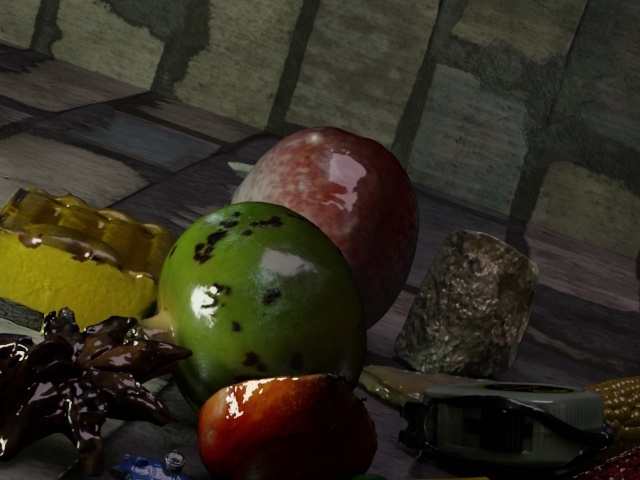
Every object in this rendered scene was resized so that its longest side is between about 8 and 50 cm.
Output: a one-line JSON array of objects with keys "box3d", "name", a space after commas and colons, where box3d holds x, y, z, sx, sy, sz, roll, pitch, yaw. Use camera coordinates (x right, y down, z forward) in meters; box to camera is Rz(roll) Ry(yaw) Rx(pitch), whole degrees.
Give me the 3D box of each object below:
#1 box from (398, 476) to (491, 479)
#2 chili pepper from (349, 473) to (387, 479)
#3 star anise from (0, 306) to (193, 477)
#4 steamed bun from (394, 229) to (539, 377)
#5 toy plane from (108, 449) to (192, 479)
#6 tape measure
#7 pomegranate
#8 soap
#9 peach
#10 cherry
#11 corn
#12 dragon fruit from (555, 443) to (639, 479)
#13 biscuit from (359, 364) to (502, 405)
[{"box3d": [0.221, 0.350, 1.552, 0.153, 0.041, 0.279, 7, 17, -41], "name": "box"}, {"box3d": [0.100, 0.318, 1.400, 0.270, 0.099, 0.136, 22, 44, 18], "name": "chili pepper"}, {"box3d": [-0.272, 0.135, 1.490, 0.272, 0.103, 0.272, -1, 39, 0], "name": "star anise"}, {"box3d": [0.244, 0.100, 2.132, 0.170, 0.226, 0.200, 26, 15, 30], "name": "steamed bun"}, {"box3d": [-0.140, 0.263, 1.440, 0.167, 0.054, 0.062, 15, 39, -5], "name": "toy plane"}, {"box3d": [0.253, 0.246, 1.791, 0.207, 0.115, 0.235, 5, 2, 45], "name": "tape measure"}, {"box3d": [-0.106, 0.089, 1.665, 0.323, 0.291, 0.291, 11, 16, -24], "name": "pomegranate"}, {"box3d": [-0.325, 0.030, 1.884, 0.259, 0.143, 0.281, 21, 14, -7], "name": "soap"}, {"box3d": [-0.035, 0.219, 1.440, 0.189, 0.279, 0.068, 19, 56, -10], "name": "peach"}, {"box3d": [-0.004, 0.009, 2.063, 0.291, 0.335, 0.326, 14, -29, -10], "name": "cherry"}, {"box3d": [0.464, 0.257, 2.010, 0.347, 0.130, 0.130, 1, 21, -39], "name": "corn"}, {"box3d": [0.365, 0.332, 1.738, 0.161, 0.120, 0.127, -17, 69, -20], "name": "dragon fruit"}, {"box3d": [0.200, 0.230, 1.970, 0.289, 0.038, 0.141, 11, 16, -24], "name": "biscuit"}]
